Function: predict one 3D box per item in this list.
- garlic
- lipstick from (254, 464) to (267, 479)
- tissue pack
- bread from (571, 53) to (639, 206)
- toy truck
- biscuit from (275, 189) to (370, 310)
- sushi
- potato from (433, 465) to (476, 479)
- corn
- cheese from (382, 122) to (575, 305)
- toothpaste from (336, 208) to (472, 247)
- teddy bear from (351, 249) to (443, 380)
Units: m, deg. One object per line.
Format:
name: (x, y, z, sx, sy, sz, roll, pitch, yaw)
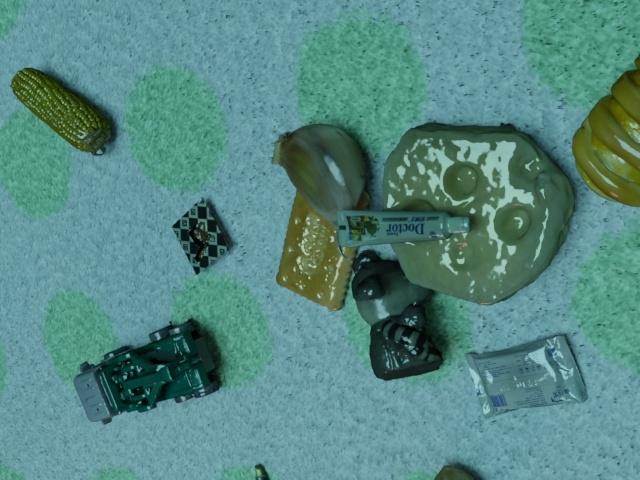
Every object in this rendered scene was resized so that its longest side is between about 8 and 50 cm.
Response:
garlic: (0.024, -0.107, 1.458, 0.266, 0.128, 0.148, 62, 160, 25)
lipstick: (-0.120, 0.541, 1.754, 0.037, 0.037, 0.116, -13, 90, 33)
tissue pack: (0.350, 0.236, 1.397, 0.193, 0.026, 0.122, -18, 92, 33)
bread: (0.493, -0.181, 1.158, 0.173, 0.121, 0.311, 44, 121, 15)
toy truck: (-0.380, 0.292, 1.773, 0.363, 0.178, 0.176, -21, 90, 36)
biscuit: (0.000, 0.000, 1.555, 0.160, 0.030, 0.249, 24, 112, 25)
sushi: (-0.246, -0.010, 1.708, 0.120, 0.026, 0.126, -36, 77, 35)
potato: (0.256, 0.483, 1.467, 0.112, 0.112, 0.147, -41, 86, 32)
corn: (-0.577, -0.294, 1.808, 0.293, 0.106, 0.106, 39, 118, 22)
cheese: (0.247, -0.057, 1.340, 0.318, 0.115, 0.326, -36, 82, 33)
toothpaste: (0.131, -0.022, 1.337, 0.255, 0.037, 0.067, -1, 101, 37)
teddy bear: (0.134, 0.126, 1.429, 0.144, 0.171, 0.251, -18, 85, 13)
